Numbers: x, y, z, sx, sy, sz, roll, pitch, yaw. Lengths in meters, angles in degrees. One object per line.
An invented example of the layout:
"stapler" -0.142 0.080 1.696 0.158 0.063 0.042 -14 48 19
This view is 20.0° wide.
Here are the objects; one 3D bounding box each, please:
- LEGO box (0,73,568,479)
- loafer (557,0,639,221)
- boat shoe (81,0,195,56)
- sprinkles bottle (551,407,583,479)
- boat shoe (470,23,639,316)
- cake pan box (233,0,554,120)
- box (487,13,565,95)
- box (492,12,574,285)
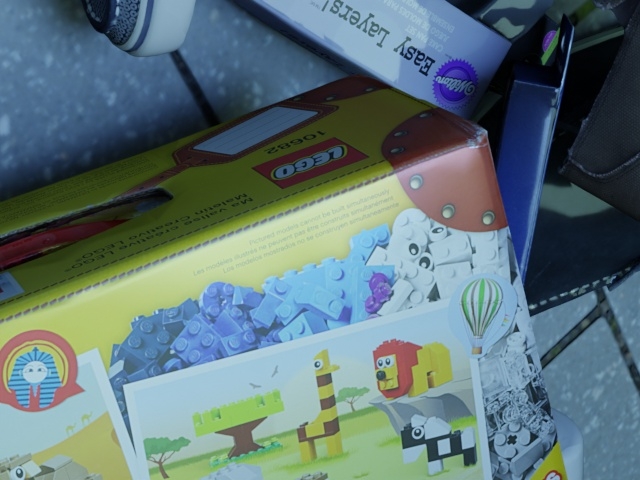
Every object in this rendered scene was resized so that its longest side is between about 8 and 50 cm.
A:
"LEGO box" -0.120 0.167 1.057 0.500 0.193 0.372 -22 111 -15
"loafer" 0.232 -0.186 1.211 0.134 0.130 0.366 -9 109 -77
"boat shoe" -0.168 -0.263 1.025 0.158 0.127 0.340 -13 108 -25
"sprinkles bottle" 0.146 0.309 1.472 0.121 0.121 0.355 -15 117 -31
"boat shoe" 0.250 -0.065 1.378 0.500 0.156 0.186 -31 125 -21
"cake pan box" 0.049 -0.234 1.186 0.267 0.070 0.245 31 91 -27
"box" 0.122 -0.143 1.296 0.052 0.083 0.062 32 88 -40
"box" 0.129 -0.038 1.204 0.036 0.136 0.225 11 102 3
